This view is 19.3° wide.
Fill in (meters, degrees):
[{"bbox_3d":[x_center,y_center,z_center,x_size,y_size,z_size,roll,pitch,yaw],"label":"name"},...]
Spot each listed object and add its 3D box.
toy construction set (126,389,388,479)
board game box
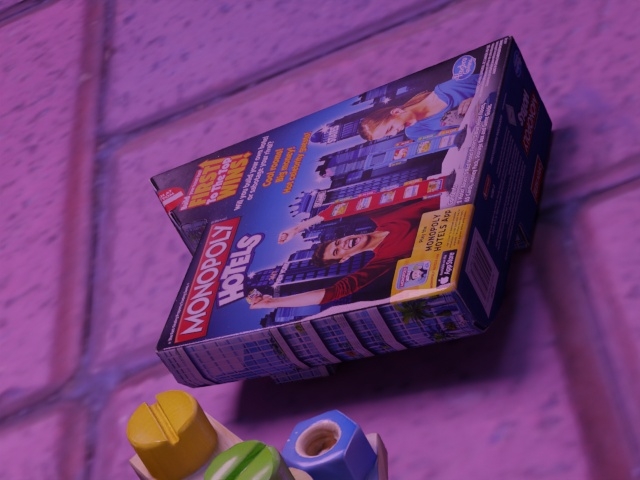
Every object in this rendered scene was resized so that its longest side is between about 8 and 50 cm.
[{"bbox_3d":[-0.023,0.173,0.582,0.215,0.151,0.327,-32,20,-7],"label":"toy construction set"},{"bbox_3d":[0.000,0.000,0.891,0.194,0.060,0.194,-13,34,25],"label":"board game box"}]
